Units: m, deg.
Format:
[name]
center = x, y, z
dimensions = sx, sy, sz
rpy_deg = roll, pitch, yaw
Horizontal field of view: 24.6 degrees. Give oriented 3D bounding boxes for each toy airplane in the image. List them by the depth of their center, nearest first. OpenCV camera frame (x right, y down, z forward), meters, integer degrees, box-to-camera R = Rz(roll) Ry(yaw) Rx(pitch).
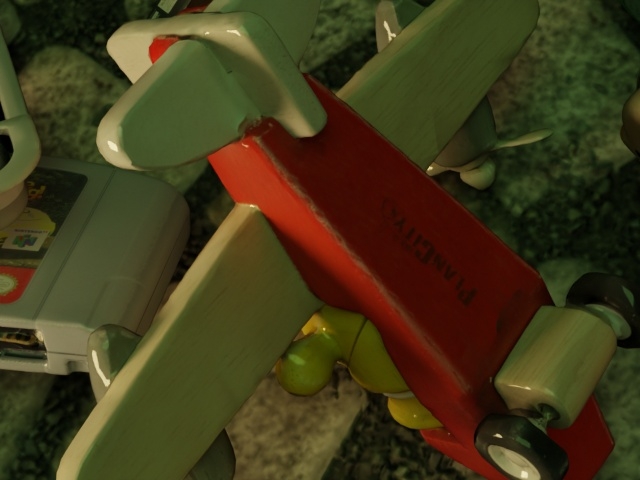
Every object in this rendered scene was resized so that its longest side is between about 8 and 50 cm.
[toy airplane]
center = 0.000, 0.000, 0.962
dimensions = 0.386, 0.272, 0.384
rpy_deg = -2, 80, -25

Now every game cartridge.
[game cartridge]
center = -0.254, 0.008, 1.072
dimensions = 0.294, 0.060, 0.196
rpy_deg = 4, 35, 11

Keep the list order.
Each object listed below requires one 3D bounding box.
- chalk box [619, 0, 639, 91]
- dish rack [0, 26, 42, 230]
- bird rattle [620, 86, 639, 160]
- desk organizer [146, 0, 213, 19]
[chalk box]
center = 0.324, -0.194, 1.025
dimensions = 0.289, 0.180, 0.179
rpy_deg = -34, 68, -5
[dish rack]
center = -0.356, -0.066, 1.076
dimensions = 0.285, 0.072, 0.333
rpy_deg = -17, 38, -10
[bird rattle]
center = 0.266, -0.015, 0.924
dimensions = 0.207, 0.253, 0.143
rpy_deg = 45, 99, 4
[desk organizer]
center = -0.083, -0.204, 1.168
dimensions = 0.130, 0.050, 0.047
rpy_deg = -57, 37, 4
